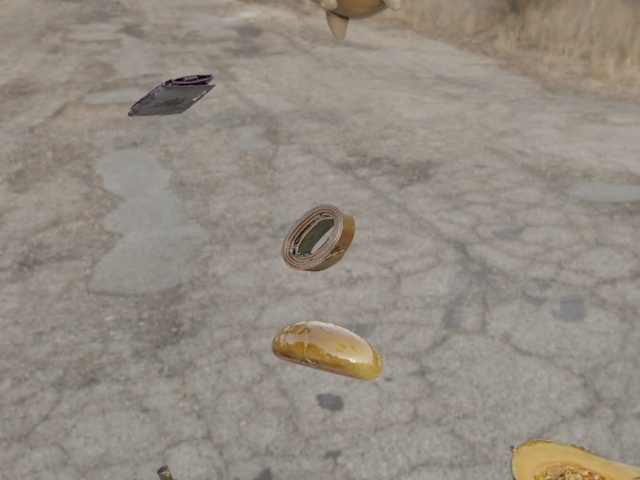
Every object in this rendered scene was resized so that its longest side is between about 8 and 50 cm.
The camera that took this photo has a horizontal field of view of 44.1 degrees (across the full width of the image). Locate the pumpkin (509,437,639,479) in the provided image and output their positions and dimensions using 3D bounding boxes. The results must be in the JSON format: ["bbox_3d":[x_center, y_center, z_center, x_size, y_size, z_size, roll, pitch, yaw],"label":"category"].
[{"bbox_3d":[0.471,0.456,1.504,0.278,0.111,0.163,-8,33,-23],"label":"pumpkin"}]

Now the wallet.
[{"bbox_3d":[-0.283,-0.272,1.490,0.111,0.030,0.166,-10,-7,-39],"label":"wallet"}]

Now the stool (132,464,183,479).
[{"bbox_3d":[-0.264,0.488,1.430,0.217,0.121,0.125,-10,26,31],"label":"stool"}]

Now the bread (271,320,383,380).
[{"bbox_3d":[0.011,0.165,1.213,0.189,0.078,0.114,11,-7,31],"label":"bread"}]

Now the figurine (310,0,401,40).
[{"bbox_3d":[0.041,-0.339,0.832,0.177,0.173,0.247,-29,39,33],"label":"figurine"}]

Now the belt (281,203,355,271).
[{"bbox_3d":[0.000,0.000,0.841,0.059,0.083,0.036,54,20,24],"label":"belt"}]
